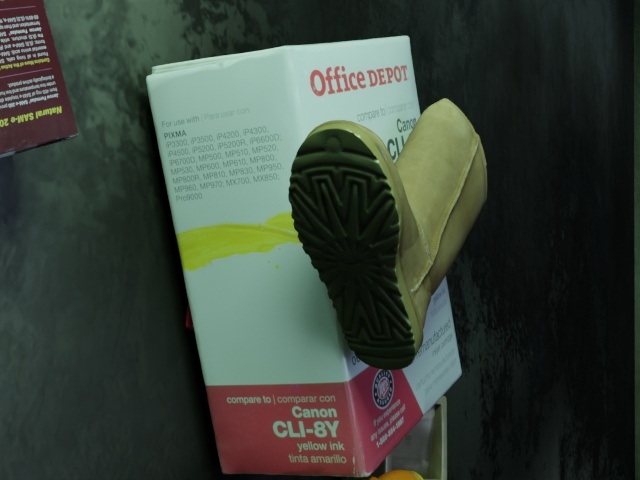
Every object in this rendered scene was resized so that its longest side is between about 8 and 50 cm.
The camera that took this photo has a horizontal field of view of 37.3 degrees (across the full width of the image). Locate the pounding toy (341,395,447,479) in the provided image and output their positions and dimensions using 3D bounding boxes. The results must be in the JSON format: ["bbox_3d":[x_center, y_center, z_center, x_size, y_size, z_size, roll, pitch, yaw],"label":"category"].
[{"bbox_3d":[0.086,0.227,1.148,0.130,0.100,0.141,15,70,-42],"label":"pounding toy"}]

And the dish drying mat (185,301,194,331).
[{"bbox_3d":[-0.113,0.046,0.907,0.032,0.008,0.083,32,60,-52],"label":"dish drying mat"}]

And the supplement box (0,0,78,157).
[{"bbox_3d":[-0.259,-0.169,0.633,0.130,0.073,0.239,-29,110,-56],"label":"supplement box"}]

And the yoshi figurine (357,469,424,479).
[{"bbox_3d":[-0.062,0.313,0.772,0.362,0.204,0.203,-4,99,-39],"label":"yoshi figurine"}]

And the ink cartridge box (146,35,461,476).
[{"bbox_3d":[0.000,0.000,0.944,0.279,0.160,0.384,-26,107,-60],"label":"ink cartridge box"}]

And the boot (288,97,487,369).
[{"bbox_3d":[0.073,-0.053,0.838,0.269,0.089,0.236,-57,144,-48],"label":"boot"}]
